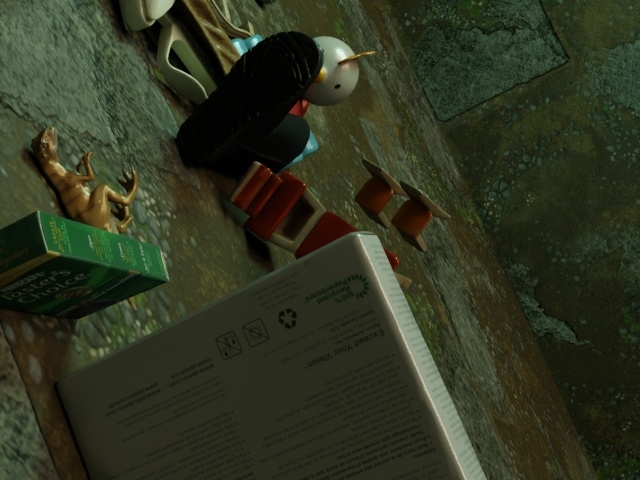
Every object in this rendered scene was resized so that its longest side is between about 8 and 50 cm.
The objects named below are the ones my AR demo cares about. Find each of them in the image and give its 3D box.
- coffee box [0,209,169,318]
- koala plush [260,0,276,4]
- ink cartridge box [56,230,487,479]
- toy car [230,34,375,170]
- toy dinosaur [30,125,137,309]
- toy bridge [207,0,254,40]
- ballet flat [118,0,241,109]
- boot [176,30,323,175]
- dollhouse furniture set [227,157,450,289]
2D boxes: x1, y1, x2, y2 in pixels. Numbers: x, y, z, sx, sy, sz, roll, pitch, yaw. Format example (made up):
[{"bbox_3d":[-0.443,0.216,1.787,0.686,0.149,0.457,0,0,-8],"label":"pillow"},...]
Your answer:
[{"bbox_3d":[-0.231,0.028,0.913,0.184,0.113,0.041,24,46,-65],"label":"coffee box"},{"bbox_3d":[-0.069,-0.627,2.070,0.203,0.221,0.196,55,21,-26],"label":"koala plush"},{"bbox_3d":[-0.033,0.206,0.874,0.330,0.324,0.071,67,20,8],"label":"ink cartridge box"},{"bbox_3d":[-0.024,-0.258,1.668,0.219,0.237,0.210,62,18,-6],"label":"toy car"},{"bbox_3d":[-0.233,-0.022,1.083,0.212,0.064,0.112,55,36,2],"label":"toy dinosaur"},{"bbox_3d":[-0.172,-0.397,1.787,0.188,0.026,0.063,39,31,-52],"label":"toy bridge"},{"bbox_3d":[-0.210,-0.299,1.456,0.342,0.116,0.124,58,38,-31],"label":"ballet flat"},{"bbox_3d":[-0.066,-0.184,1.457,0.094,0.246,0.207,55,18,15],"label":"boot"},{"bbox_3d":[0.000,0.000,1.418,0.259,0.262,0.135,35,-2,39],"label":"dollhouse furniture set"}]
